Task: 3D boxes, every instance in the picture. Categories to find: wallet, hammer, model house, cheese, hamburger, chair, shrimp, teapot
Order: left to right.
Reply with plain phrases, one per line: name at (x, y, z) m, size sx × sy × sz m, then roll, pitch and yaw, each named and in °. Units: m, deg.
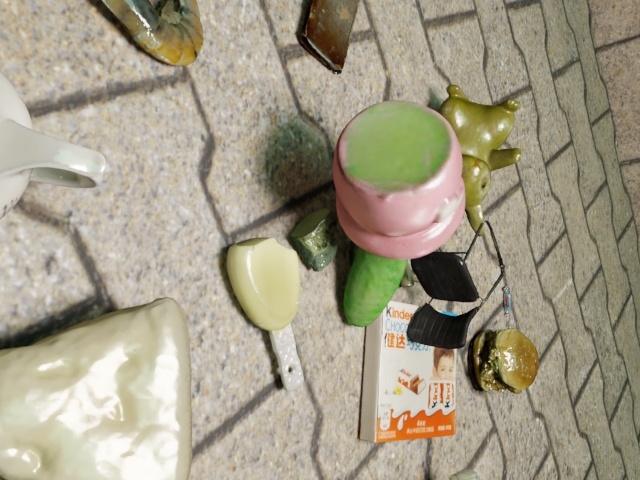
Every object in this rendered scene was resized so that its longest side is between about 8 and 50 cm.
teapot at (-0.363, -0.100, 0.502) m, size 0.299 × 0.166 × 0.208 m, roll 8°, pitch 68°, yaw -34°
cheese at (-0.256, 0.205, 0.553) m, size 0.251 × 0.173 × 0.248 m, roll -7°, pitch 81°, yaw -46°
shrimp at (-0.241, -0.343, 0.725) m, size 0.217 × 0.051 × 0.150 m, roll 42°, pitch 54°, yaw -43°
cheese at (-0.069, 0.115, 0.839) m, size 0.127 × 0.050 × 0.255 m, roll -24°, pitch 104°, yaw -45°
model house at (0.000, 0.000, 0.908) m, size 0.079 × 0.066 × 0.083 m, roll -51°, pitch 121°, yaw -34°
wallet at (0.024, -0.445, 1.009) m, size 0.122 × 0.031 × 0.232 m, roll 32°, pitch 66°, yaw -43°
hammer at (0.235, 0.079, 1.168) m, size 0.195 × 0.028 × 0.060 m, roll 11°, pitch 71°, yaw -47°
chair at (0.245, 0.082, 1.028) m, size 0.221 × 0.140 × 0.145 m, roll -53°, pitch 125°, yaw -33°
hamburger at (0.433, 0.287, 1.262) m, size 0.185 × 0.131 × 0.159 m, roll -21°, pitch 97°, yaw -40°

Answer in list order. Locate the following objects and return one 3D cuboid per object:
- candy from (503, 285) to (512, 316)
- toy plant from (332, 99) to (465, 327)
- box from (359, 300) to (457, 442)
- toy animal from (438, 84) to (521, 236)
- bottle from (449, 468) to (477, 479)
candy at (0.503, 0.164, 1.422) m, size 0.030 × 0.020 × 0.083 m, roll 4°, pitch 84°, yaw -44°
toy plant at (0.114, -0.041, 0.875) m, size 0.317 × 0.210 × 0.356 m, roll -53°, pitch 163°, yaw -16°
box at (0.189, 0.265, 1.077) m, size 0.273 × 0.048 × 0.265 m, roll 15°, pitch 74°, yaw -43°
toy animal at (0.327, -0.164, 1.169) m, size 0.181 × 0.180 × 0.363 m, roll 14°, pitch 64°, yaw -2°
bottle at (0.211, 0.573, 0.961) m, size 0.351 × 0.229 × 0.229 m, roll -2°, pitch 87°, yaw -48°
